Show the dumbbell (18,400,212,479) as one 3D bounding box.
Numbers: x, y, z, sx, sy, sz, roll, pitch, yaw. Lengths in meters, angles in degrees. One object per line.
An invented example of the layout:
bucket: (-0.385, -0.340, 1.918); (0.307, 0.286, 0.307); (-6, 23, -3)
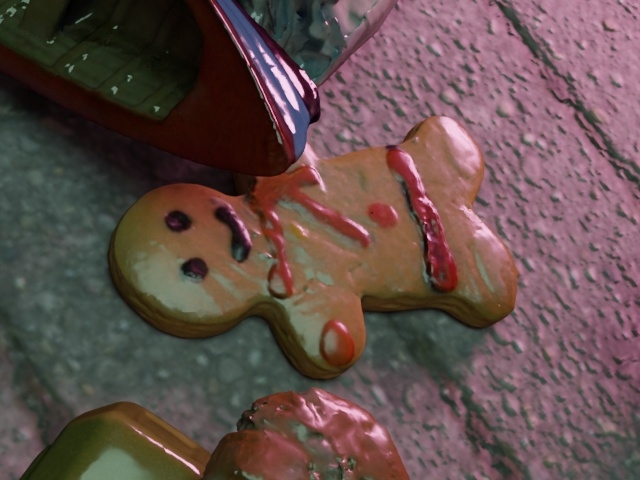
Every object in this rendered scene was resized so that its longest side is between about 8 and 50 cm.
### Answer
dumbbell: (-0.003, 0.188, 0.501); (0.302, 0.121, 0.108); (34, 85, -2)

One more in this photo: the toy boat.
toy boat: (-0.150, -0.159, 0.617); (0.392, 0.136, 0.079); (38, 27, 13)

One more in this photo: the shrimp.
shrimp: (-0.024, 0.132, 0.432); (0.091, 0.043, 0.184); (40, 56, -1)

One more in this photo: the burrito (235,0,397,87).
burrito: (0.029, -0.236, 0.741); (0.139, 0.101, 0.445); (42, 56, -19)

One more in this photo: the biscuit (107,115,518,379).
biscuit: (0.000, 0.000, 0.650); (0.234, 0.030, 0.153); (-5, 63, -24)
